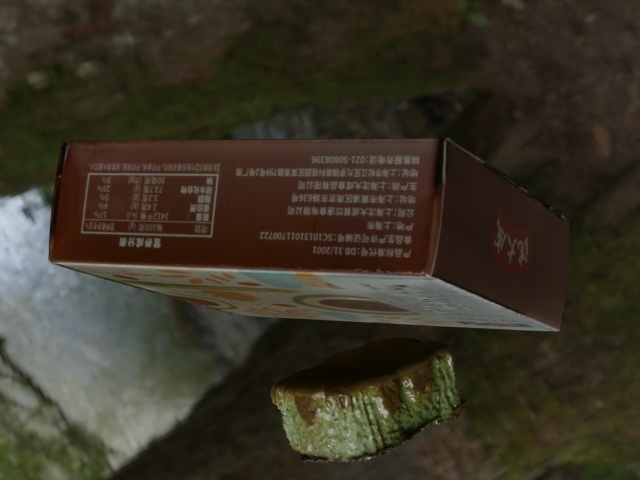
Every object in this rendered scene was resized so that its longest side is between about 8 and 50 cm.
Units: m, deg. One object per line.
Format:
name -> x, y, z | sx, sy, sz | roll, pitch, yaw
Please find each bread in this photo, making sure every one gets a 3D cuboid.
bread -> 0.041, 0.128, 1.153 | 0.140, 0.128, 0.069 | -10, 100, 58

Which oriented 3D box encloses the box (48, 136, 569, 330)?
box -> 0.000, 0.000, 1.349 | 0.385, 0.344, 0.122 | 2, 80, 27
